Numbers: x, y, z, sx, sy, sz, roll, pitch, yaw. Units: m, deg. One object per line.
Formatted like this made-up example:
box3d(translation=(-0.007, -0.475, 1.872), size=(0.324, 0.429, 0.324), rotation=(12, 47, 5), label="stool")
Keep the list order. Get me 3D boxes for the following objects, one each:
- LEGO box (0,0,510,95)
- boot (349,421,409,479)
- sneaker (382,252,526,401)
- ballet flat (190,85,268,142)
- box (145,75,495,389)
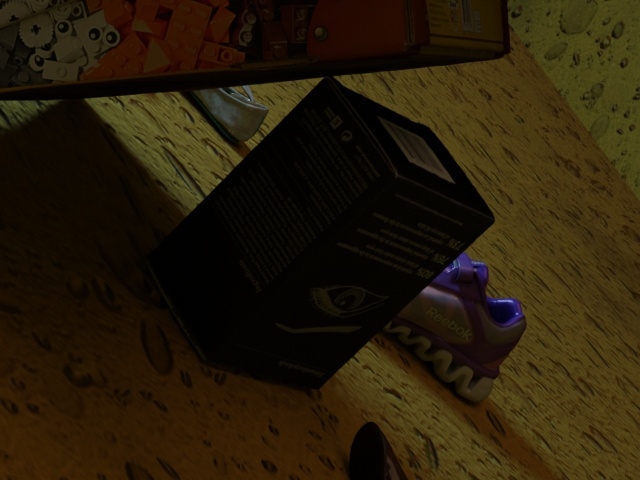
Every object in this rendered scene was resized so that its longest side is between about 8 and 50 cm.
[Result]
box3d(translation=(-0.084, -0.205, 1.325), size=(0.500, 0.372, 0.193), rotation=(-23, 108, -78), label="LEGO box")
box3d(translation=(0.077, 0.197, 1.435), size=(0.114, 0.037, 0.106), rotation=(27, 37, -37), label="boot")
box3d(translation=(0.096, 0.043, 1.737), size=(0.236, 0.104, 0.095), rotation=(37, 20, -22), label="sneaker")
box3d(translation=(-0.115, -0.166, 1.828), size=(0.168, 0.052, 0.057), rotation=(45, 17, 4), label="ballet flat")
box3d(translation=(0.000, 0.000, 1.429), size=(0.153, 0.207, 0.108), rotation=(22, 29, -55), label="box")
